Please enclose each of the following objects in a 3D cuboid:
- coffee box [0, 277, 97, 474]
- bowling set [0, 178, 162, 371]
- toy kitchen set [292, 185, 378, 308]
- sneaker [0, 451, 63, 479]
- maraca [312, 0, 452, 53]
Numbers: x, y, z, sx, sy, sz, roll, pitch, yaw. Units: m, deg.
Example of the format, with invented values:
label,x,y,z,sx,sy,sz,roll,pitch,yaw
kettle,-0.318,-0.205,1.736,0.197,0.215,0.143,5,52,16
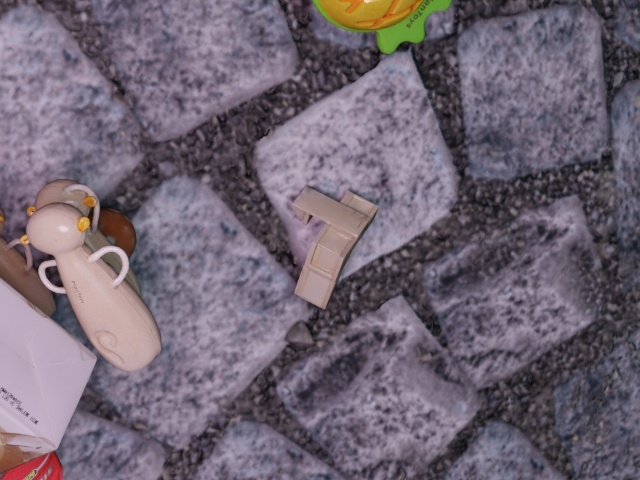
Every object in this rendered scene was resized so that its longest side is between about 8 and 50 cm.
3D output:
label,x,y,z,sx,sy,sz,roll,pitch,yaw
coffee box,-0.312,0.121,1.256,0.141,0.246,0.098,44,42,-25
bowling set,-0.245,0.010,1.337,0.154,0.287,0.200,61,30,-29
toy kitchen set,0.000,0.000,1.517,0.068,0.075,0.083,28,46,8
sneaker,-0.318,0.275,1.368,0.279,0.107,0.118,-50,128,-6
maraca,0.056,-0.240,1.464,0.127,0.099,0.185,-49,139,7
